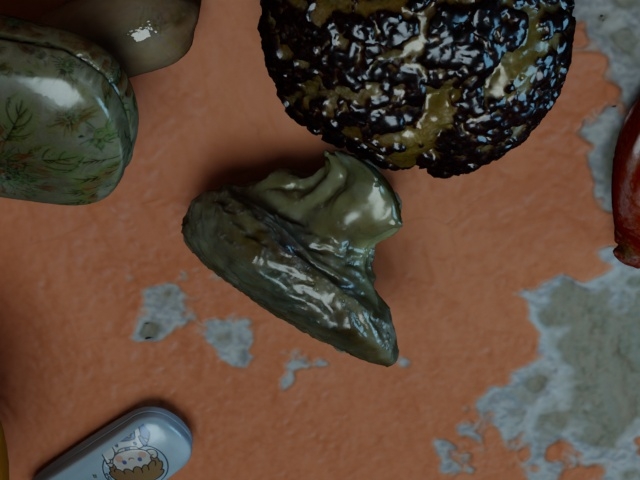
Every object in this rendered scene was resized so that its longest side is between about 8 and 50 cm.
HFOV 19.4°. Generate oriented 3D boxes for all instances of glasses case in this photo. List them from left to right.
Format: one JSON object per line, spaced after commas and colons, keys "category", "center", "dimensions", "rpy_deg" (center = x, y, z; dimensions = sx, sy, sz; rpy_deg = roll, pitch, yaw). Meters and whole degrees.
{"category": "glasses case", "center": [-0.347, -0.121, 1.434], "dimensions": [0.425, 0.098, 0.156], "rpy_deg": [11, 141, 9]}
{"category": "glasses case", "center": [-0.194, 0.211, 1.710], "dimensions": [0.178, 0.045, 0.067], "rpy_deg": [-34, 116, 22]}

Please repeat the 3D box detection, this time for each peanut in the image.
{"category": "peanut", "center": [-0.162, -0.159, 1.447], "dimensions": [0.152, 0.076, 0.076], "rpy_deg": [-17, 121, 14]}

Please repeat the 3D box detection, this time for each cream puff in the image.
{"category": "cream puff", "center": [0.072, -0.153, 1.377], "dimensions": [0.239, 0.165, 0.239], "rpy_deg": [2, 130, 2]}

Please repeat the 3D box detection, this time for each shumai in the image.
{"category": "shumai", "center": [0.000, 0.000, 1.517], "dimensions": [0.209, 0.161, 0.153], "rpy_deg": [34, 92, 17]}

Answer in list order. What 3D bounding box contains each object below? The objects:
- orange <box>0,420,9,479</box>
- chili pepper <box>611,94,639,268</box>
{"category": "orange", "center": [-0.412, 0.191, 1.559], "dimensions": [0.312, 0.312, 0.312], "rpy_deg": [2, 124, 2]}
{"category": "chili pepper", "center": [0.299, -0.070, 1.463], "dimensions": [0.144, 0.136, 0.253], "rpy_deg": [11, 137, -37]}
